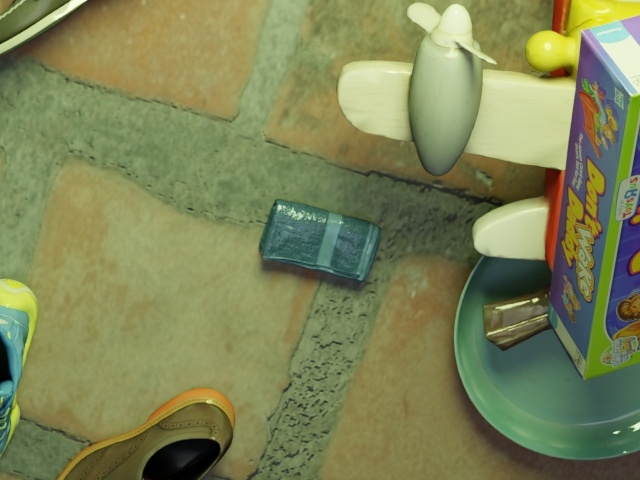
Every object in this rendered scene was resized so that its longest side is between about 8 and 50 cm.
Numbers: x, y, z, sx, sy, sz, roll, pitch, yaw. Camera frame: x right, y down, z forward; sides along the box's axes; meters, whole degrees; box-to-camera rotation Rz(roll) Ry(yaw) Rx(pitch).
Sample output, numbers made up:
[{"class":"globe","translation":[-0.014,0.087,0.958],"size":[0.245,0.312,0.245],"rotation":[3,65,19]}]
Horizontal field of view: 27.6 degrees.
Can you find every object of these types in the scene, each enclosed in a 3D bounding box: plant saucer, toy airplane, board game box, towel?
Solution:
[{"class":"plant saucer","translation":[0.299,0.088,1.411],"size":[0.317,0.044,0.318],"rotation":[-1,110,-3]},{"class":"toy airplane","translation":[0.264,-0.119,1.185],"size":[0.386,0.272,0.384],"rotation":[-39,102,3]},{"class":"board game box","translation":[0.318,-0.046,1.065],"size":[0.233,0.078,0.347],"rotation":[-17,140,-10]},{"class":"towel","translation":[0.000,0.000,1.363],"size":[0.119,0.029,0.067],"rotation":[15,108,-9]}]

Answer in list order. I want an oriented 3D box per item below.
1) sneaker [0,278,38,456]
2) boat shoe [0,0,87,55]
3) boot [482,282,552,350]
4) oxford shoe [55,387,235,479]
[{"class":"sneaker","translation":[-0.356,0.162,1.344],"size":[0.091,0.126,0.240],"rotation":[12,108,-8]},{"class":"boat shoe","translation":[-0.236,-0.254,1.229],"size":[0.227,0.081,0.069],"rotation":[-34,106,1]},{"class":"boot","translation":[0.232,0.098,1.367],"size":[0.114,0.037,0.106],"rotation":[-23,97,1]},{"class":"oxford shoe","translation":[-0.209,0.264,1.407],"size":[0.271,0.098,0.097],"rotation":[-40,108,10]}]
